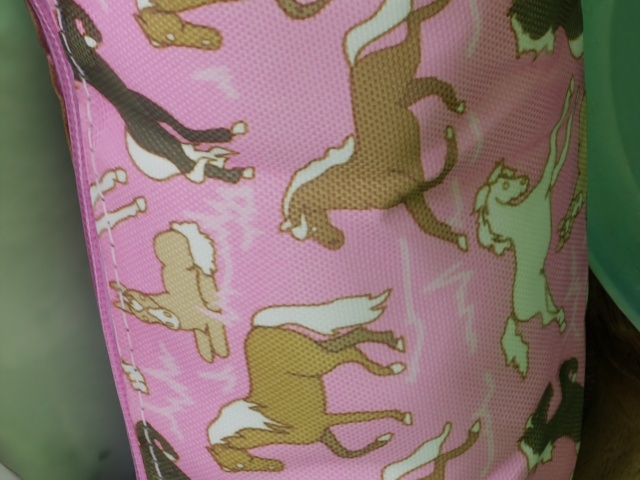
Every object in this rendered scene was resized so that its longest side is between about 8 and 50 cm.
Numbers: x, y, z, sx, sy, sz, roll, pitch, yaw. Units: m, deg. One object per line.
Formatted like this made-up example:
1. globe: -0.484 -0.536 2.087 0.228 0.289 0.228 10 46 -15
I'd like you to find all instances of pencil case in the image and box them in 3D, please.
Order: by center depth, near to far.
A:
1. pencil case: 0.000 0.000 0.542 0.167 0.160 0.386 -46 142 -42

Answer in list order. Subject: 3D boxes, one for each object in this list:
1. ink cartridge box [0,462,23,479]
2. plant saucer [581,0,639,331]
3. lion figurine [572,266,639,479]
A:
1. ink cartridge box: -0.145 0.119 0.543 0.145 0.045 0.179 -67 155 -45
2. plant saucer: 0.230 -0.074 0.567 0.317 0.317 0.043 -49 162 4
3. lion figurine: 0.142 0.126 0.696 0.142 0.240 0.392 -3 133 -53
